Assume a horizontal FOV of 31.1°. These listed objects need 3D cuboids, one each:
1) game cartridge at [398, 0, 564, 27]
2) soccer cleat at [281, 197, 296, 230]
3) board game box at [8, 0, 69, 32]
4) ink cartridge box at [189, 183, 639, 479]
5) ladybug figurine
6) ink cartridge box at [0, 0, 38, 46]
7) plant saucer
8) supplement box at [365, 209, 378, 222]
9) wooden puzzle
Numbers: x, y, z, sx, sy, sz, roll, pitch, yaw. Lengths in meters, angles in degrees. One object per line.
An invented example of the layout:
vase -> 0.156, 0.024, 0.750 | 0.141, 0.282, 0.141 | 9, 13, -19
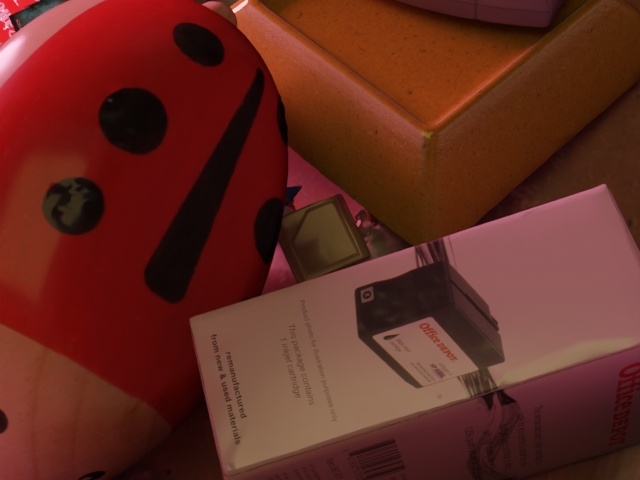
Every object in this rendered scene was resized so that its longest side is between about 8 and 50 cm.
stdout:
game cartridge -> 0.102, -0.299, 1.046 | 0.294, 0.060, 0.196 | 23, 65, 18
soccer cleat -> -0.062, -0.033, 1.062 | 0.083, 0.029, 0.036 | 22, 65, 16
board game box -> -0.213, -0.166, 1.132 | 0.126, 0.026, 0.186 | -26, 78, -2
ink cartridge box -> 0.086, 0.104, 0.852 | 0.307, 0.223, 0.129 | -18, 61, 2
ladybug figurine -> -0.152, -0.011, 0.899 | 0.162, 0.305, 0.449 | -1, 61, 44
ink cartridge box -> -0.296, -0.283, 1.222 | 0.224, 0.056, 0.181 | -35, 62, -9
plant saucer -> 0.096, -0.197, 1.056 | 0.333, 0.081, 0.332 | -40, 63, -20
supplement box -> 0.058, -0.073, 1.053 | 0.062, 0.036, 0.098 | -19, 61, 0
wooden puzzle -> 0.000, 0.000, 1.032 | 0.078, 0.014, 0.116 | -15, 71, -9
